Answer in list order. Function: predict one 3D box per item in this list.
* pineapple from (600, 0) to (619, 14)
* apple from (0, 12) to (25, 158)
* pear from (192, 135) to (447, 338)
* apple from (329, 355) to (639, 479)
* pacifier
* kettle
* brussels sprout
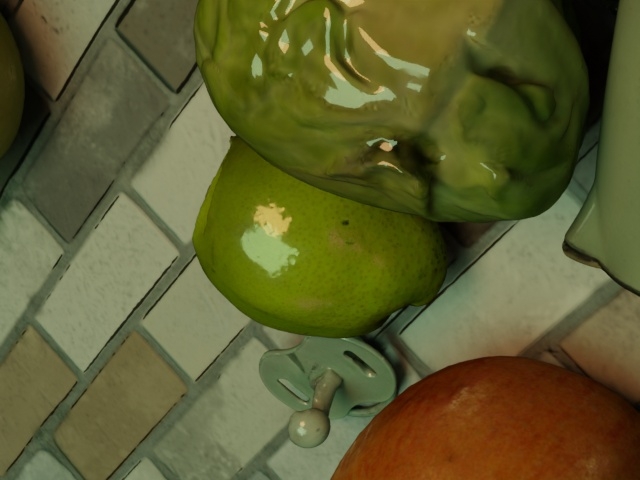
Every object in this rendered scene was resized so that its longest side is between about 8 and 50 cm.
[{"bbox_3d":[0.212,-0.234,1.119,0.074,0.074,0.159,0,117,38],"label":"pineapple"},{"bbox_3d":[-0.439,-0.155,1.516,0.292,0.292,0.254,-24,78,43],"label":"apple"},{"bbox_3d":[0.000,0.000,1.347,0.220,0.187,0.187,27,131,-4],"label":"pear"},{"bbox_3d":[0.144,0.252,1.311,0.299,0.275,0.299,14,116,31],"label":"apple"},{"bbox_3d":[0.005,0.150,1.466,0.150,0.116,0.127,-21,126,39],"label":"pacifier"},{"bbox_3d":[0.305,-0.078,1.086,0.240,0.165,0.255,6,122,3],"label":"kettle"},{"bbox_3d":[0.056,-0.142,1.150,0.328,0.328,0.247,11,78,33],"label":"brussels sprout"}]
